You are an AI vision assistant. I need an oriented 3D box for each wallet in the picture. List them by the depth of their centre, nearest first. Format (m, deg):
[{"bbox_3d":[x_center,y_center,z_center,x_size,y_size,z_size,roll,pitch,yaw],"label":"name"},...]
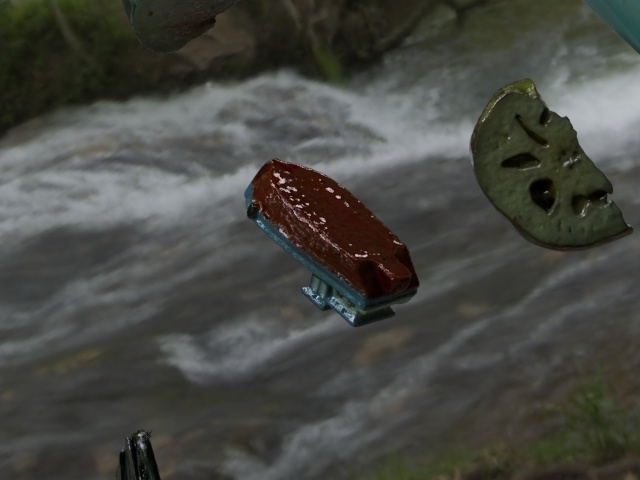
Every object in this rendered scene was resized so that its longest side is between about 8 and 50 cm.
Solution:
[{"bbox_3d":[-0.188,0.315,1.226,0.045,0.173,0.318,-14,-20,-16],"label":"wallet"}]

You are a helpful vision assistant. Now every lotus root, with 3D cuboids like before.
[{"bbox_3d":[0.263,-0.075,1.342,0.138,0.235,0.119,-39,-5,16],"label":"lotus root"}]

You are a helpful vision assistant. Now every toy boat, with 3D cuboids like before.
[{"bbox_3d":[0.000,0.000,0.801,0.069,0.059,0.173,-14,43,-39],"label":"toy boat"}]

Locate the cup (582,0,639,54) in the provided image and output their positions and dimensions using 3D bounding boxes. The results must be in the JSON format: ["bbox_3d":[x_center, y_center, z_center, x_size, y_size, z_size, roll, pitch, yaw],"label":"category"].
[{"bbox_3d":[0.340,-0.250,1.133,0.134,0.148,0.236,-2,36,-27],"label":"cup"}]

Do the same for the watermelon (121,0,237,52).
[{"bbox_3d":[-0.059,-0.299,0.888,0.213,0.290,0.320,5,-24,-15],"label":"watermelon"}]
